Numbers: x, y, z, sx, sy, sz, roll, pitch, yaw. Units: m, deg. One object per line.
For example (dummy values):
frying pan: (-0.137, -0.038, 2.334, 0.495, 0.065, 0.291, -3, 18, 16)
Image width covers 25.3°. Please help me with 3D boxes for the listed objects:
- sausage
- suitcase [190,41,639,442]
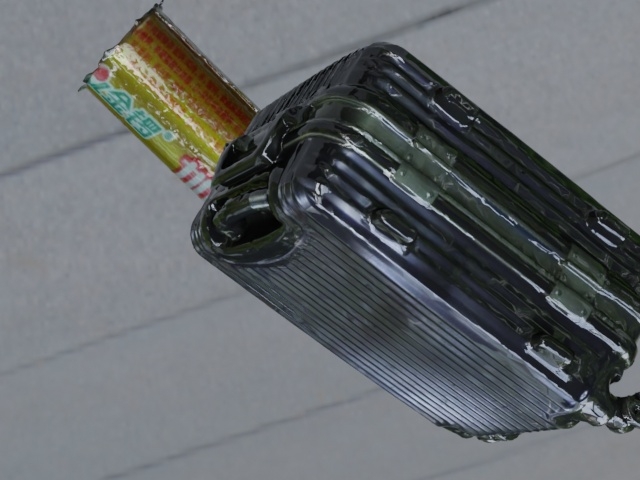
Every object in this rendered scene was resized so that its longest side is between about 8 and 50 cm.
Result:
sausage: (0.000, 0.000, 0.946, 0.371, 0.082, 0.082, 44, 124, -10)
suitcase: (0.032, 0.005, 0.393, 0.126, 0.059, 0.086, 36, 154, -17)
